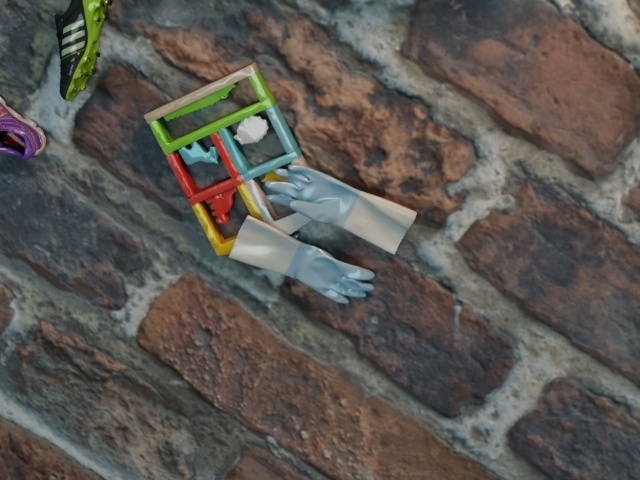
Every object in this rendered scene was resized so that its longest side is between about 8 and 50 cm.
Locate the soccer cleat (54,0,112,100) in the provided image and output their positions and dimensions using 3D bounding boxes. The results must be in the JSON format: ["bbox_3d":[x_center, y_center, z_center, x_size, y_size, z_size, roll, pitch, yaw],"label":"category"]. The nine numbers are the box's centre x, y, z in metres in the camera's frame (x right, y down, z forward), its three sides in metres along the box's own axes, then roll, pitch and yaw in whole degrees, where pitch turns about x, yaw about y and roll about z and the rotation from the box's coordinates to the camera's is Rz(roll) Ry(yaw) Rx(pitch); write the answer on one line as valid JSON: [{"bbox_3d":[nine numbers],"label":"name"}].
[{"bbox_3d":[-0.367,-0.299,1.913,0.072,0.060,0.178,22,106,13],"label":"soccer cleat"}]

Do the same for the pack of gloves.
[{"bbox_3d":[0.000,0.000,1.928,0.232,0.046,0.195,22,117,-9],"label":"pack of gloves"}]

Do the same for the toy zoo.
[{"bbox_3d":[-0.118,-0.101,1.947,0.192,0.030,0.293,-22,104,17],"label":"toy zoo"}]

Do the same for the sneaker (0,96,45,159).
[{"bbox_3d":[-0.505,-0.182,1.971,0.170,0.071,0.068,29,112,0],"label":"sneaker"}]
